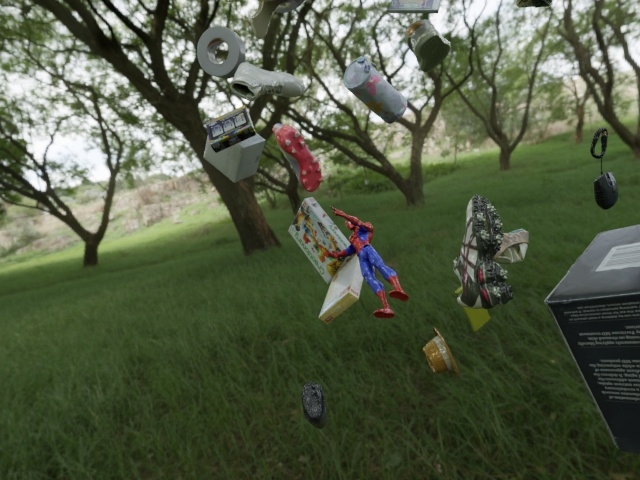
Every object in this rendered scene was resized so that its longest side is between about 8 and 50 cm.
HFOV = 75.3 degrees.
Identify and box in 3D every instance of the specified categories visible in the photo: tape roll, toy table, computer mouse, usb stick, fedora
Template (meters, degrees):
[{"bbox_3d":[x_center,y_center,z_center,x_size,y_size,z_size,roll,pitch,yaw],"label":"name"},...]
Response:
[{"bbox_3d":[-0.459,-0.869,1.925,0.219,0.219,0.072,-11,7,18],"label":"tape roll"},{"bbox_3d":[-0.183,-0.803,1.329,0.161,0.252,0.274,-39,33,-26],"label":"toy table"},{"bbox_3d":[0.816,-0.201,1.183,0.071,0.242,0.041,-23,19,-9],"label":"computer mouse"},{"bbox_3d":[-0.009,0.364,0.902,0.045,0.077,0.278,-9,-27,-3],"label":"usb stick"},{"bbox_3d":[0.396,0.387,1.396,0.079,0.194,0.194,-25,3,5],"label":"fedora"}]

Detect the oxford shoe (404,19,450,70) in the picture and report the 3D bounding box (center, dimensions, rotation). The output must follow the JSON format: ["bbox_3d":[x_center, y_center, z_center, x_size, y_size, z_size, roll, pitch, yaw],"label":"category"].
[{"bbox_3d":[0.497,-0.905,1.930,0.169,0.130,0.449,-41,-11,23],"label":"oxford shoe"}]

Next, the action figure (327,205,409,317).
[{"bbox_3d":[0.076,0.029,0.901,0.139,0.091,0.280,18,31,-26],"label":"action figure"}]

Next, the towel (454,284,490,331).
[{"bbox_3d":[0.666,0.284,1.815,0.102,0.237,0.021,-35,22,-11],"label":"towel"}]

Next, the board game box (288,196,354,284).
[{"bbox_3d":[0.000,0.000,1.666,0.053,0.305,0.193,-15,-33,-41],"label":"board game box"}]

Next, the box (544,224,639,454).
[{"bbox_3d":[0.939,0.243,1.142,0.480,0.471,0.297,-30,6,-35],"label":"box"}]

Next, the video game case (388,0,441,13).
[{"bbox_3d":[0.397,-1.003,1.682,0.201,0.183,0.023,12,-12,21],"label":"video game case"}]

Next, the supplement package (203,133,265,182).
[{"bbox_3d":[-0.387,-0.410,1.863,0.149,0.203,0.194,-36,-21,-47],"label":"supplement package"}]

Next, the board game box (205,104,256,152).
[{"bbox_3d":[-0.340,-0.422,1.566,0.170,0.141,0.048,-23,-37,3],"label":"board game box"}]

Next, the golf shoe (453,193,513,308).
[{"bbox_3d":[0.360,0.025,0.973,0.105,0.272,0.120,15,-23,-32],"label":"golf shoe"}]

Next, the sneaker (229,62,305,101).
[{"bbox_3d":[-0.220,-0.617,1.698,0.293,0.169,0.108,14,-39,-1],"label":"sneaker"}]

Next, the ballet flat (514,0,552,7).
[{"bbox_3d":[0.466,-0.576,0.953,0.188,0.070,0.070,9,-11,-40],"label":"ballet flat"}]

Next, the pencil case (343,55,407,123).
[{"bbox_3d":[0.198,-0.526,1.467,0.113,0.124,0.273,-1,-18,41],"label":"pencil case"}]

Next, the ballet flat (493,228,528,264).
[{"bbox_3d":[0.604,0.027,1.351,0.316,0.106,0.107,-4,-26,-40],"label":"ballet flat"}]

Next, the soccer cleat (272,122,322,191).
[{"bbox_3d":[-0.066,-0.247,1.248,0.083,0.248,0.095,-41,50,-7],"label":"soccer cleat"}]

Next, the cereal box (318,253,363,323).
[{"bbox_3d":[0.084,0.161,1.445,0.173,0.047,0.240,-46,12,35],"label":"cereal box"}]
